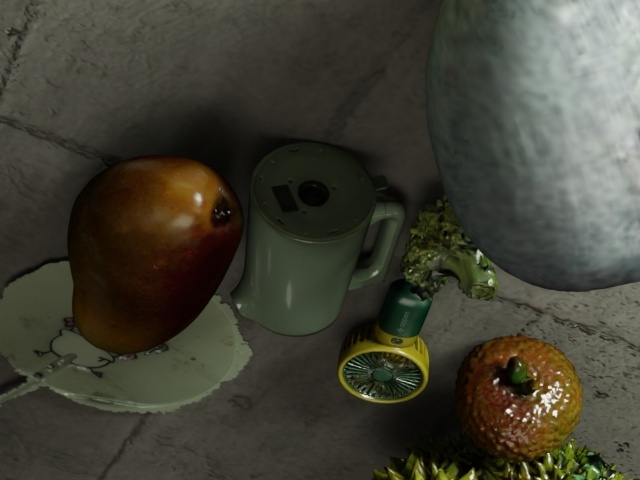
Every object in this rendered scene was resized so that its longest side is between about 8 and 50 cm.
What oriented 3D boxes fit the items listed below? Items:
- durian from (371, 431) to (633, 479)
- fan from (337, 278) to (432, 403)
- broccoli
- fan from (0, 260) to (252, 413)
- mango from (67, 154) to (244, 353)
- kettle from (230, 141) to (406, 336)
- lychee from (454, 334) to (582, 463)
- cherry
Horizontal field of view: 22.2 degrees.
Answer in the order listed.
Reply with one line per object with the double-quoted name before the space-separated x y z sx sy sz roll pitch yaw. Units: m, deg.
"durian" 0.177 0.294 1.497 0.291 0.291 0.224 2 113 7
"fan" 0.065 0.085 1.430 0.082 0.039 0.155 13 139 -6
"broccoli" 0.108 0.009 1.293 0.097 0.092 0.095 -19 150 4
"fan" -0.252 0.121 1.546 0.415 0.012 0.233 -26 129 31
"mango" -0.142 0.007 1.312 0.133 0.111 0.267 21 146 -11
"kettle" -0.005 -0.003 1.309 0.098 0.127 0.148 35 147 17
"lychee" 0.171 0.138 1.422 0.114 0.114 0.146 7 159 1
"cherry" 0.193 -0.091 1.061 0.255 0.218 0.296 -10 124 26
